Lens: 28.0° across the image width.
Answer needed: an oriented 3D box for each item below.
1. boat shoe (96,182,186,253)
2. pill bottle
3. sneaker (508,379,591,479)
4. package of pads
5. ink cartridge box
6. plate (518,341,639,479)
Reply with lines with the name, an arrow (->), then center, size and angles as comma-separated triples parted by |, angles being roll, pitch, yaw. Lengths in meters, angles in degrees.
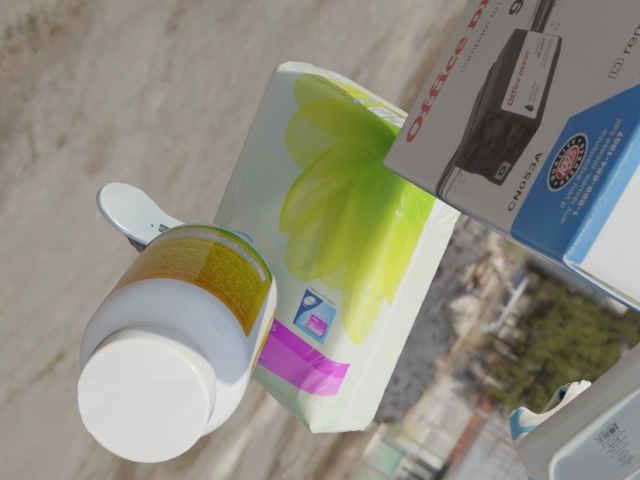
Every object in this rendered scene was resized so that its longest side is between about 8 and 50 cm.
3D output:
boat shoe -> -0.243, -0.013, 1.748 | 0.083, 0.183, 0.065 | -14, -129, 48
pill bottle -> -0.118, 0.082, 1.057 | 0.136, 0.136, 0.246 | -61, -177, 18
sneaker -> 0.336, 0.205, 1.534 | 0.228, 0.092, 0.087 | -21, 172, -13
package of pads -> 0.000, 0.000, 1.231 | 0.101, 0.229, 0.297 | 7, 112, -46
ink cartridge box -> 0.185, -0.090, 0.813 | 0.223, 0.129, 0.307 | -61, -160, 4
plate -> 0.356, 0.265, 1.342 | 0.045, 0.278, 0.277 | -12, 151, -47
